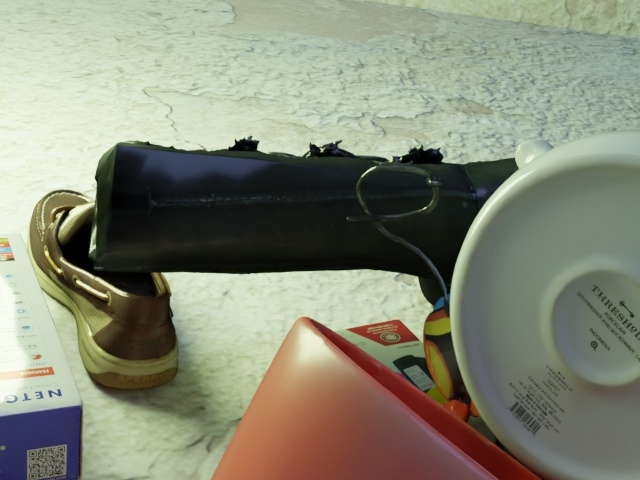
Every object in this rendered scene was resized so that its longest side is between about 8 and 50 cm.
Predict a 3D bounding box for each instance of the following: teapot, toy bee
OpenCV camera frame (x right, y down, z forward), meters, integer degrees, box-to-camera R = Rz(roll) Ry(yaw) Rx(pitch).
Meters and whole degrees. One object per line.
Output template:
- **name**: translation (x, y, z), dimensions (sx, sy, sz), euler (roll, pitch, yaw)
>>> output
- **teapot**: translation (0.226, 0.048, 0.710), dimensions (0.252, 0.256, 0.187), euler (-4, 1, 37)
- **toy bee**: translation (0.131, 0.095, 0.863), dimensions (0.298, 0.195, 0.162), euler (21, 47, -17)

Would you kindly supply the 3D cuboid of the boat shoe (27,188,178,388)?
- **boat shoe**: translation (-0.228, 0.013, 1.125), dimensions (0.123, 0.123, 0.342), euler (-4, 30, -23)

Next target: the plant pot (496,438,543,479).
- **plant pot**: translation (0.222, 0.215, 0.799), dimensions (0.167, 0.188, 0.187), euler (-8, 41, -3)

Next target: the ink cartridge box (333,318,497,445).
- **ink cartridge box**: translation (0.062, 0.155, 0.992), dimensions (0.127, 0.072, 0.175), euler (-8, 31, -29)

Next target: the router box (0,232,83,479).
- **router box**: translation (-0.404, 0.109, 0.938), dimensions (0.335, 0.082, 0.301), euler (-5, 30, -23)

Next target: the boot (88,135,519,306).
- **boot**: translation (0.000, -0.001, 1.043), dimensions (0.445, 0.367, 0.146), euler (-4, 74, -15)

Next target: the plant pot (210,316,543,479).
- **plant pot**: translation (0.026, 0.217, 0.612), dimensions (0.275, 0.243, 0.275), euler (37, -1, 1)
